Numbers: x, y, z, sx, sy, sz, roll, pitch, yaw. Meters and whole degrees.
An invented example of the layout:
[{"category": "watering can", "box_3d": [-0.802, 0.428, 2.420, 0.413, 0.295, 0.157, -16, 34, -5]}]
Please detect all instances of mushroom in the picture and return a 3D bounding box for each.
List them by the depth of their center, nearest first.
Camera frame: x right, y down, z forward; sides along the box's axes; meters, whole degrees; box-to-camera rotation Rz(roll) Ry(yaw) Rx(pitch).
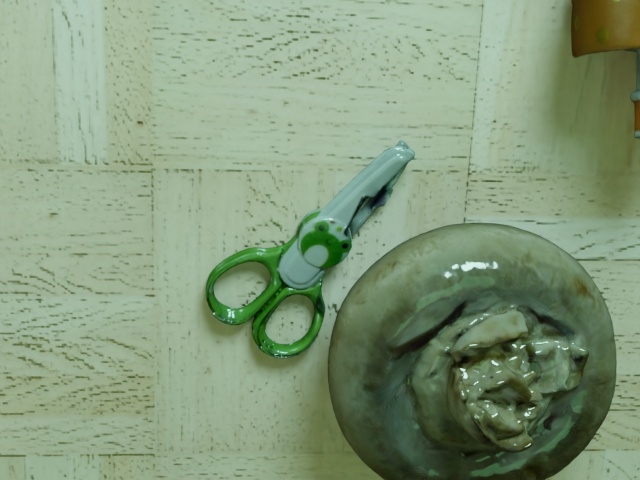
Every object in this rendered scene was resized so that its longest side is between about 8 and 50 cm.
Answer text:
[{"category": "mushroom", "box_3d": [0.119, 0.100, 0.901, 0.226, 0.178, 0.226, -6, 115, -12]}]

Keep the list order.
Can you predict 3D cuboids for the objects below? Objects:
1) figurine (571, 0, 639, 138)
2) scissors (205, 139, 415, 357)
[{"category": "figurine", "box_3d": [0.241, -0.207, 0.841, 0.143, 0.143, 0.271, -13, 82, -1]}, {"category": "scissors", "box_3d": [0.000, 0.000, 0.933, 0.101, 0.027, 0.204, 36, 104, -19]}]
